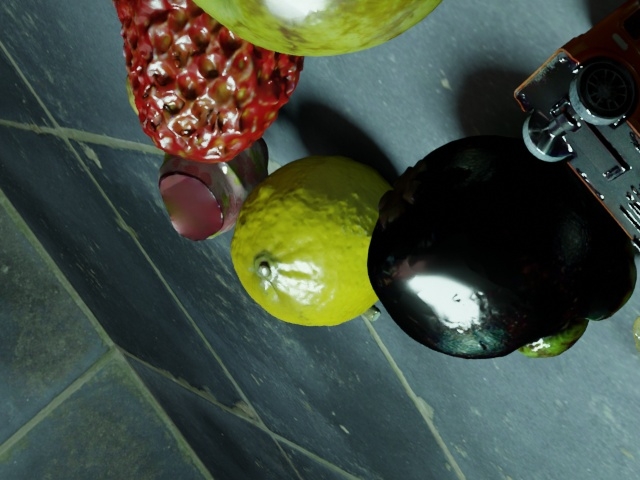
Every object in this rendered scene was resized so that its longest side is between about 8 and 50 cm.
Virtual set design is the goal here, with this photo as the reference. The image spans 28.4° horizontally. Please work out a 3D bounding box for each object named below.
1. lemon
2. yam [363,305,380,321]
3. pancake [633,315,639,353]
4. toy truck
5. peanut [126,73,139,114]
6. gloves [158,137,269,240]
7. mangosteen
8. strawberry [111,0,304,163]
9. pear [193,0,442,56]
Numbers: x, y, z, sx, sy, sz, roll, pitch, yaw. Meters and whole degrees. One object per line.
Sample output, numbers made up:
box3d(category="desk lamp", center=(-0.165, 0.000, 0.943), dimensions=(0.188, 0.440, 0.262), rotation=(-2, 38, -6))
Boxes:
box3d(category="lemon", center=(0.000, 0.000, 1.442), dimensions=(0.192, 0.231, 0.192), rotation=(14, 118, 27))
box3d(category="yam", center=(0.036, 0.075, 1.774), dimensions=(0.116, 0.021, 0.021), rotation=(37, 157, 25))
box3d(category="pancake", center=(0.361, 0.123, 1.190), dimensions=(0.158, 0.028, 0.158), rotation=(44, 161, 20))
box3d(category="toy truck", center=(0.266, -0.051, 0.943), dimensions=(0.252, 0.114, 0.107), rotation=(50, 160, 2))
box3d(category="peanut", center=(-0.190, -0.199, 1.639), dimensions=(0.229, 0.098, 0.103), rotation=(7, 108, 65))
box3d(category="gloves", center=(-0.120, -0.095, 1.510), dimensions=(0.145, 0.241, 0.126), rotation=(44, 126, -14))
box3d(category="mangosteen", center=(0.160, 0.014, 1.156), dimensions=(0.243, 0.243, 0.243), rotation=(41, 159, 20))
box3d(category="strawberry", center=(-0.133, -0.174, 1.366), dimensions=(0.234, 0.178, 0.234), rotation=(13, 172, 2))
box3d(category="pear", center=(0.003, -0.267, 0.881), dimensions=(0.283, 0.283, 0.283), rotation=(41, 159, 20))
